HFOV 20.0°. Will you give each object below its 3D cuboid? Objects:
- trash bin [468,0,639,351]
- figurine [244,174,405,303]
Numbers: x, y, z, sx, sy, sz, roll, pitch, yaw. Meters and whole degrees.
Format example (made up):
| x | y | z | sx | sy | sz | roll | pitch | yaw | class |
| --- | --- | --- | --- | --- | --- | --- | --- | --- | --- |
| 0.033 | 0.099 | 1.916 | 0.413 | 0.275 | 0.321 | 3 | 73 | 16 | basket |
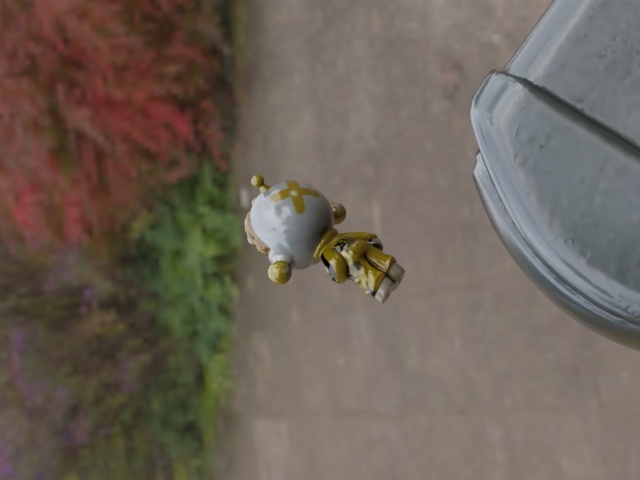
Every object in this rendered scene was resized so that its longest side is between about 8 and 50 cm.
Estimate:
| x | y | z | sx | sy | sz | roll | pitch | yaw | class |
| --- | --- | --- | --- | --- | --- | --- | --- | --- | --- |
| 0.175 | -0.063 | 0.751 | 0.177 | 0.236 | 0.101 | 33 | 177 | 15 | trash bin |
| -0.001 | 0.003 | 1.519 | 0.143 | 0.101 | 0.068 | 52 | 145 | 27 | figurine |
